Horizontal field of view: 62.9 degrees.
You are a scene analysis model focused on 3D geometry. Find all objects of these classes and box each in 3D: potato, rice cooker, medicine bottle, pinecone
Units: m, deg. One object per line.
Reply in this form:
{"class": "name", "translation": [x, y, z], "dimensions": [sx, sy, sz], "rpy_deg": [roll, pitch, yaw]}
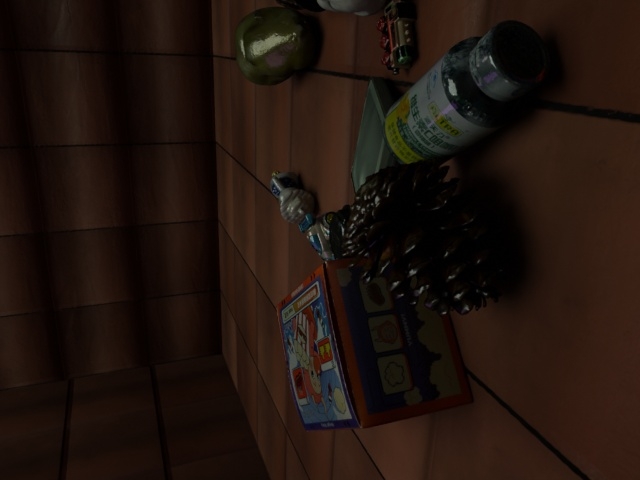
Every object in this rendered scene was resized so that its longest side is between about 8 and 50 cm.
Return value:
{"class": "potato", "translation": [-0.135, -0.602, 1.609], "dimensions": [0.351, 0.202, 0.218], "rpy_deg": [5, 89, 56]}
{"class": "rice cooker", "translation": [0.079, -0.007, 1.311], "dimensions": [0.112, 0.106, 0.165], "rpy_deg": [-121, 36, -49]}
{"class": "medicine bottle", "translation": [0.220, -0.220, 0.828], "dimensions": [0.293, 0.141, 0.141], "rpy_deg": [148, 115, -67]}
{"class": "pinecone", "translation": [0.173, 0.006, 0.862], "dimensions": [0.292, 0.246, 0.246], "rpy_deg": [42, 151, 3]}

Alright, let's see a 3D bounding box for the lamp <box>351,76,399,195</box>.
{"class": "lamp", "translation": [0.117, -0.192, 1.154], "dimensions": [0.266, 0.047, 0.269], "rpy_deg": [-98, 14, -51]}

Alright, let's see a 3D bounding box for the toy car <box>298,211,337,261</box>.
{"class": "toy car", "translation": [0.000, 0.000, 1.528], "dimensions": [0.126, 0.098, 0.161], "rpy_deg": [137, 127, -67]}

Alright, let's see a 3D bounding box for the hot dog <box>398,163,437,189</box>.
{"class": "hot dog", "translation": [0.190, -0.138, 1.054], "dimensions": [0.140, 0.060, 0.090], "rpy_deg": [60, 145, 34]}

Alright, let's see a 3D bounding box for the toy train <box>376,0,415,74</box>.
{"class": "toy train", "translation": [0.159, -0.414, 1.069], "dimensions": [0.087, 0.050, 0.138], "rpy_deg": [169, 95, -66]}

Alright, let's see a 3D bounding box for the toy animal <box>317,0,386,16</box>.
{"class": "toy animal", "translation": [0.057, -0.582, 1.072], "dimensions": [0.272, 0.206, 0.265], "rpy_deg": [71, -176, -50]}

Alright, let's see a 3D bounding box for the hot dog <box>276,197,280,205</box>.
{"class": "hot dog", "translation": [-0.147, -0.154, 1.990], "dimensions": [0.037, 0.021, 0.083], "rpy_deg": [-64, 28, 18]}

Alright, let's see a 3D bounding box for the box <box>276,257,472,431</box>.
{"class": "box", "translation": [0.090, 0.229, 1.129], "dimensions": [0.349, 0.257, 0.319], "rpy_deg": [134, 126, -64]}

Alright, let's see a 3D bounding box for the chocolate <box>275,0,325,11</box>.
{"class": "chocolate", "translation": [-0.051, -0.741, 1.314], "dimensions": [0.210, 0.225, 0.340], "rpy_deg": [-134, 42, -71]}

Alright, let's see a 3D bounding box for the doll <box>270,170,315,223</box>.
{"class": "doll", "translation": [-0.101, -0.149, 1.737], "dimensions": [0.138, 0.119, 0.293], "rpy_deg": [46, -175, -35]}
